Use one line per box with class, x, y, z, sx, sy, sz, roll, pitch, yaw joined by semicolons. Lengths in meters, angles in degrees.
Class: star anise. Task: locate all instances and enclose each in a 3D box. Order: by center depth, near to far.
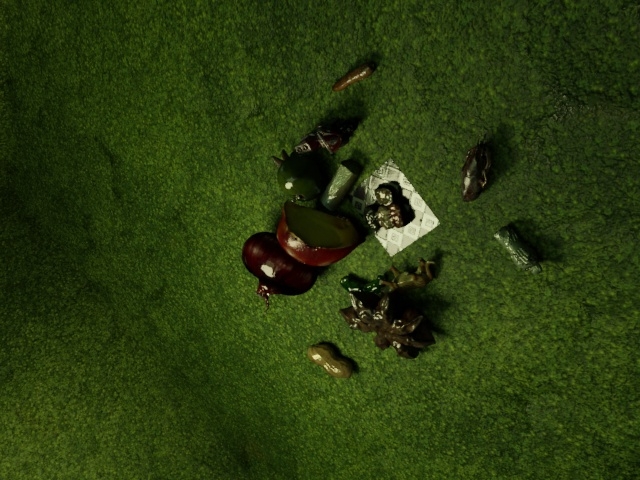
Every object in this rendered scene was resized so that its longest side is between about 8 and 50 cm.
star anise;0.200;0.255;1.627;0.316;0.108;0.315;16;142;12

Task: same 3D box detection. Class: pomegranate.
pomegranate;-0.077;-0.203;1.612;0.191;0.131;0.152;42;175;34

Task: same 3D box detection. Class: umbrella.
umbrella;0.490;0.024;1.299;0.062;0.067;0.143;-39;75;6

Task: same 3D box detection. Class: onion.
onion;-0.152;0.104;1.766;0.273;0.285;0.273;29;173;4

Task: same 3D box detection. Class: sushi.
sushi;0.190;-0.081;1.513;0.231;0.047;0.220;53;137;3

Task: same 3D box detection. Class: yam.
yam;0.058;-0.162;1.568;0.068;0.068;0.169;44;137;13

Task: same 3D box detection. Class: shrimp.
shrimp;0.377;-0.175;1.276;0.075;0.073;0.190;17;129;29

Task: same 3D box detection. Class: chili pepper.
chili pepper;0.141;0.145;1.688;0.182;0.050;0.073;-8;98;41

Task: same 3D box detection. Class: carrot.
carrot;0.083;-0.434;1.412;0.165;0.036;0.035;-13;105;47

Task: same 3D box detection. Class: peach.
peach;-0.004;0.002;1.623;0.268;0.158;0.154;14;150;-6

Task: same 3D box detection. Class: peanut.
peanut;0.037;0.439;1.934;0.193;0.089;0.089;31;131;19

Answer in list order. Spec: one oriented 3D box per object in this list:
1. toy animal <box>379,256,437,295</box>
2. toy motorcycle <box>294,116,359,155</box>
toy animal;0.255;0.109;1.551;0.099;0.056;0.241;34;139;-30
toy motorcycle;0.011;-0.286;1.501;0.213;0.122;0.082;-9;121;45
